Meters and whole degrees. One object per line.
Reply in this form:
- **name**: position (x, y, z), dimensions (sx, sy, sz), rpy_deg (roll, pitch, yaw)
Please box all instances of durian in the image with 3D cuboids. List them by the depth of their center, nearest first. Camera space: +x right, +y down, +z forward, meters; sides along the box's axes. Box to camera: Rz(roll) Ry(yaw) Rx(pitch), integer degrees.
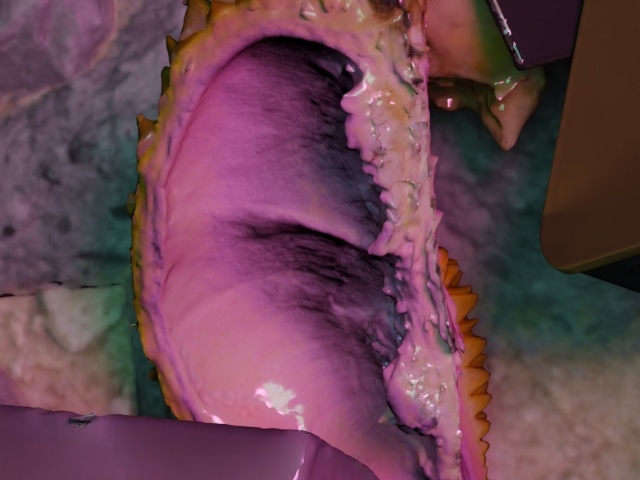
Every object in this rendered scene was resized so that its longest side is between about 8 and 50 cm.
- **durian**: position (-0.001, 0.000, 0.916), dimensions (0.191, 0.112, 0.341), rpy_deg (5, 121, 31)

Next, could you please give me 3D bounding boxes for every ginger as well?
- **ginger**: position (0.054, -0.174, 0.951), dimensions (0.152, 0.138, 0.267), rpy_deg (-3, 78, 5)

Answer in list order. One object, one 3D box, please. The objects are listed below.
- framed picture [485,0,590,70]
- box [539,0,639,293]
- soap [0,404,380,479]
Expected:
- **framed picture**: position (0.132, -0.256, 0.936), dimensions (0.244, 0.013, 0.324), rpy_deg (-17, 78, -29)
- **box**: position (0.183, -0.073, 0.807), dimensions (0.090, 0.144, 0.201), rpy_deg (21, 69, -23)
- **soap**: position (-0.138, 0.224, 0.882), dimensions (0.296, 0.107, 0.285), rpy_deg (3, 67, 31)
